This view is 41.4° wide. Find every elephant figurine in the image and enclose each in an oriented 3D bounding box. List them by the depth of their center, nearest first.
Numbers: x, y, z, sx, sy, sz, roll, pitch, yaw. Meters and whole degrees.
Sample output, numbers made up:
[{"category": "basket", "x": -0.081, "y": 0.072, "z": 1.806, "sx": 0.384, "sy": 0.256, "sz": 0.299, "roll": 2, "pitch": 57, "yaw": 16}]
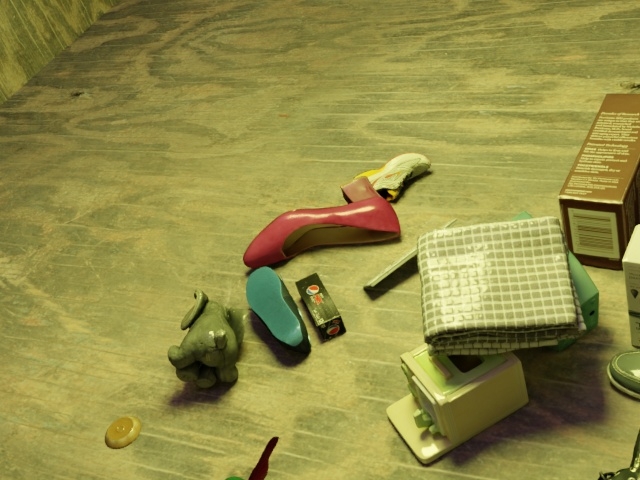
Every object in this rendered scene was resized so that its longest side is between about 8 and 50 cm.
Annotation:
[{"category": "elephant figurine", "x": -0.245, "y": 0.186, "z": 1.856, "sx": 0.186, "sy": 0.169, "sz": 0.239, "roll": -15, "pitch": 42, "yaw": 17}]

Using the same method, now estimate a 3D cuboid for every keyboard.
[{"category": "keyboard", "x": 0.202, "y": 0.029, "z": 1.920, "sx": 0.256, "sy": 0.014, "sz": 0.072, "roll": -36, "pitch": 5, "yaw": -9}]

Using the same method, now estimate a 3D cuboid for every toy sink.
[{"category": "toy sink", "x": 0.239, "y": 0.271, "z": 1.566, "sx": 0.234, "sy": 0.131, "sz": 0.153, "roll": -28, "pitch": 38, "yaw": -9}]

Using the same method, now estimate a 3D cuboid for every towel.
[{"category": "towel", "x": 0.321, "y": 0.081, "z": 1.537, "sx": 0.284, "sy": 0.121, "sz": 0.234, "roll": -7, "pitch": 54, "yaw": 9}]

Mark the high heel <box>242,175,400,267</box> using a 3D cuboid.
[{"category": "high heel", "x": 0.000, "y": 0.000, "z": 2.032, "sx": 0.377, "sy": 0.127, "sz": 0.181, "roll": -33, "pitch": 60, "yaw": 3}]

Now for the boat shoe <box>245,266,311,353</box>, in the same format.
[{"category": "boat shoe", "x": -0.098, "y": 0.165, "z": 1.891, "sx": 0.109, "sy": 0.089, "sz": 0.258, "roll": -32, "pitch": 42, "yaw": 6}]

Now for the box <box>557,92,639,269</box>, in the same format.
[{"category": "box", "x": 0.641, "y": -0.138, "z": 1.833, "sx": 0.143, "sy": 0.191, "sz": 0.381, "roll": 9, "pitch": 46, "yaw": 33}]

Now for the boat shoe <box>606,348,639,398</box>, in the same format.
[{"category": "boat shoe", "x": 0.660, "y": 0.220, "z": 1.462, "sx": 0.320, "sy": 0.099, "sz": 0.116, "roll": 4, "pitch": 45, "yaw": 29}]

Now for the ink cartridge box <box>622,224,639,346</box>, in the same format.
[{"category": "ink cartridge box", "x": 0.645, "y": 0.097, "z": 1.509, "sx": 0.172, "sy": 0.237, "sz": 0.100, "roll": 10, "pitch": 50, "yaw": 33}]

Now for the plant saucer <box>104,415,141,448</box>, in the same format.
[{"category": "plant saucer", "x": -0.423, "y": 0.404, "z": 1.800, "sx": 0.084, "sy": 0.015, "sz": 0.083, "roll": -12, "pitch": 39, "yaw": 10}]

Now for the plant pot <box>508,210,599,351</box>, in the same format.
[{"category": "plant pot", "x": 0.430, "y": 0.095, "z": 1.678, "sx": 0.166, "sy": 0.165, "sz": 0.234, "roll": -33, "pitch": 47, "yaw": -15}]

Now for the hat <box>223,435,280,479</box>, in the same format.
[{"category": "hat", "x": -0.169, "y": 0.447, "z": 1.493, "sx": 0.173, "sy": 0.183, "sz": 0.208, "roll": 16, "pitch": 51, "yaw": 38}]

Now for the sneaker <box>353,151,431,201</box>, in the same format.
[{"category": "sneaker", "x": 0.185, "y": -0.145, "z": 2.152, "sx": 0.225, "sy": 0.088, "sz": 0.092, "roll": -28, "pitch": 59, "yaw": -9}]

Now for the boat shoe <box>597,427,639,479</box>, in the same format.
[{"category": "boat shoe", "x": 0.456, "y": 0.414, "z": 1.300, "sx": 0.113, "sy": 0.127, "sz": 0.340, "roll": 13, "pitch": 57, "yaw": 20}]

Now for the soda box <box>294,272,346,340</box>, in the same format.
[{"category": "soda box", "x": -0.001, "y": 0.146, "z": 1.890, "sx": 0.060, "sy": 0.053, "sz": 0.169, "roll": -24, "pitch": 38, "yaw": -5}]
